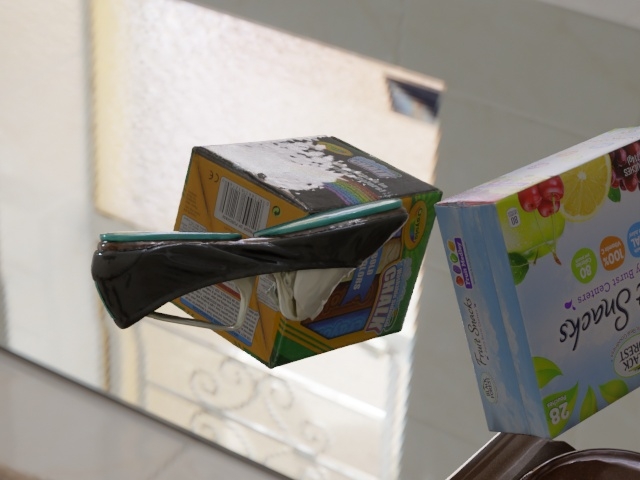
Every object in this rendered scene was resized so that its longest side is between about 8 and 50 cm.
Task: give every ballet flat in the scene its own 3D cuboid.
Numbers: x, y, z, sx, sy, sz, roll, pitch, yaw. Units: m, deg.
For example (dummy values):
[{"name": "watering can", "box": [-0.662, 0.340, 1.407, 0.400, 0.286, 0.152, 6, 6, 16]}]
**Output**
[{"name": "ballet flat", "box": [-0.056, 0.025, 1.222, 0.095, 0.280, 0.096, -169, 72, -76]}]

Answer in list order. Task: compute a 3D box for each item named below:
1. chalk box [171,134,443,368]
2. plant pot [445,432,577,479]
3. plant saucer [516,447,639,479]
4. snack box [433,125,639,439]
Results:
[{"name": "chalk box", "box": [0.000, 0.000, 1.541, 0.289, 0.180, 0.179, -9, -59, -49]}, {"name": "plant pot", "box": [0.134, 0.236, 1.070, 0.165, 0.167, 0.167, -44, -32, -23]}, {"name": "plant saucer", "box": [0.195, 0.192, 0.946, 0.168, 0.168, 0.029, -44, -39, -45]}, {"name": "snack box", "box": [0.193, 0.025, 1.035, 0.207, 0.070, 0.174, -21, -77, -35]}]
